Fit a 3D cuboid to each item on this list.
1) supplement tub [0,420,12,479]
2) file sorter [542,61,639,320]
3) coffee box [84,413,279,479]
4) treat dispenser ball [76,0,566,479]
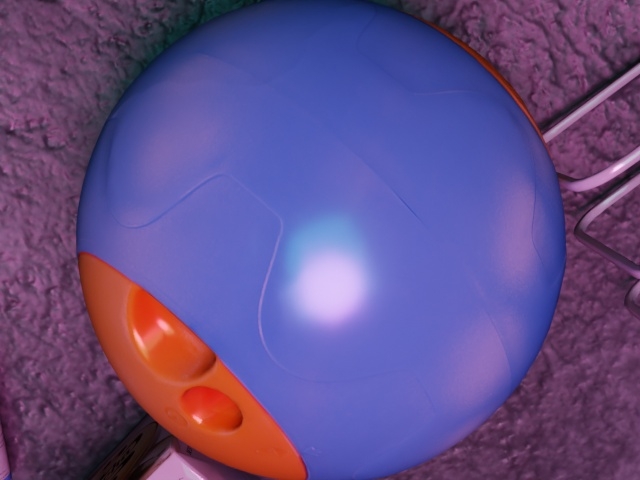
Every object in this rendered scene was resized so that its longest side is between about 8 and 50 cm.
[{"bbox_3d":[-0.261,0.136,0.873,0.071,0.071,0.107,-7,102,0],"label":"supplement tub"},{"bbox_3d":[0.285,0.009,0.790,0.173,0.193,0.277,-38,100,2],"label":"file sorter"},{"bbox_3d":[-0.151,0.251,0.851,0.119,0.168,0.297,42,99,-9],"label":"coffee box"},{"bbox_3d":[0.000,0.000,0.738,0.288,0.288,0.288,0,102,-1],"label":"treat dispenser ball"}]
